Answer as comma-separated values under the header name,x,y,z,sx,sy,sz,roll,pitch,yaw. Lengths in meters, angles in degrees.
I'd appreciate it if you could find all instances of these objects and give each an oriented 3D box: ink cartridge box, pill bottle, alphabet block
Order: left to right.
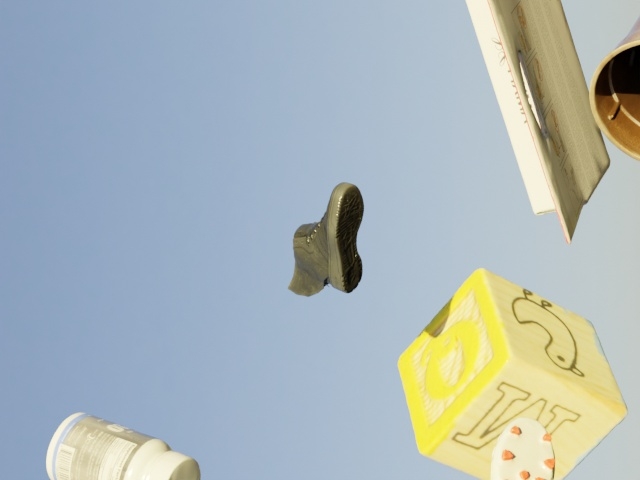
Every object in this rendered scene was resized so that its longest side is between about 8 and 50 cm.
name,x,y,z,sx,sy,sz,roll,pitch,yaw
pill bottle,-0.190,0.222,1.573,0.078,0.137,0.078,-38,-45,-49
alphabet block,0.242,0.188,2.086,0.197,0.193,0.192,25,-152,-26
ink cartridge box,0.206,-0.167,1.647,0.296,0.066,0.261,70,-154,-15

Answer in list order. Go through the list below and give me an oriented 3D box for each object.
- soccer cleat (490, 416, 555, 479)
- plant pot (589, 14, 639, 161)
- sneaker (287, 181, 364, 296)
name,x,y,z,sx,sy,sz,roll,pitch,yaw
soccer cleat,0.196,0.271,1.630,0.076,0.068,0.196,114,166,-55
plant pot,0.384,-0.188,1.704,0.165,0.167,0.167,-61,-34,-43
sneaker,0.002,-0.001,1.823,0.051,0.089,0.170,-35,-44,-37
